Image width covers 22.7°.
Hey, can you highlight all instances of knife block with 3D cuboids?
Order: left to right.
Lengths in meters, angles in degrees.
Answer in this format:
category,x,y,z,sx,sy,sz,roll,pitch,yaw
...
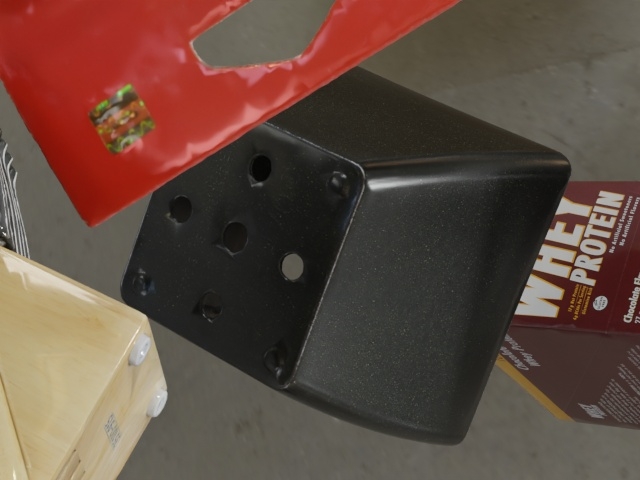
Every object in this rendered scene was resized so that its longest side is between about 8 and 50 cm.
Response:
category,x,y,z,sx,sy,sz,roll,pitch,yaw
knife block,-0.202,0.055,0.684,0.242,0.088,0.275,23,66,12

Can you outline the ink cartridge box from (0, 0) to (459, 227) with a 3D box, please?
category,x,y,z,sx,sy,sz,roll,pitch,yaw
ink cartridge box,-0.072,-0.159,0.641,0.275,0.060,0.239,-30,91,27

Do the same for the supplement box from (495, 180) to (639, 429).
category,x,y,z,sx,sy,sz,roll,pitch,yaw
supplement box,0.240,0.054,1.246,0.191,0.194,0.129,41,62,-41

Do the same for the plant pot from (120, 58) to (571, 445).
category,x,y,z,sx,sy,sz,roll,pitch,yaw
plant pot,0.000,0.000,0.908,0.187,0.167,0.188,27,102,30
